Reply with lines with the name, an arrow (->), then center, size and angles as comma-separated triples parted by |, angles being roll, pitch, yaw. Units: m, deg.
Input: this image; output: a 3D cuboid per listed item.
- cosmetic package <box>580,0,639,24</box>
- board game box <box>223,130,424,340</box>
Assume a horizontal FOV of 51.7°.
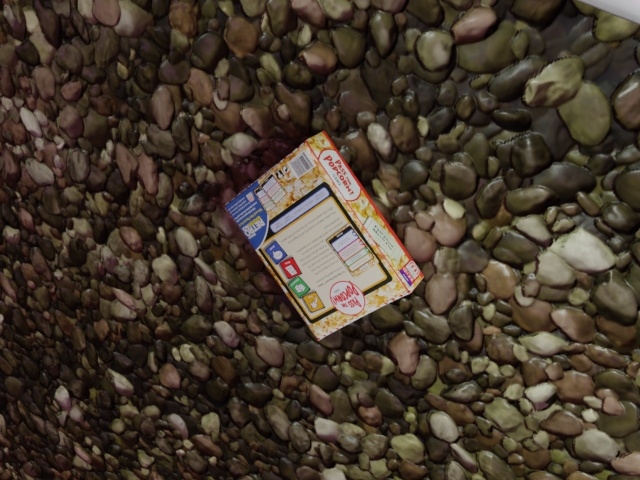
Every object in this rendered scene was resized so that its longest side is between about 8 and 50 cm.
cosmetic package -> 0.084, -0.346, 0.459 | 0.453, 0.161, 0.230 | 30, 123, 15
board game box -> 0.000, 0.000, 0.739 | 0.146, 0.045, 0.193 | -32, 94, 36
